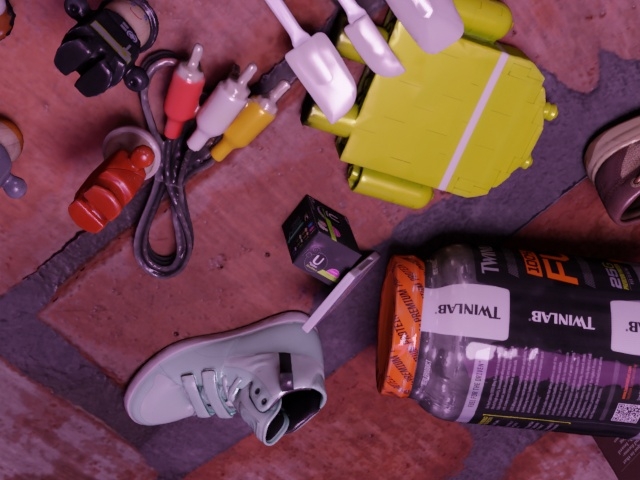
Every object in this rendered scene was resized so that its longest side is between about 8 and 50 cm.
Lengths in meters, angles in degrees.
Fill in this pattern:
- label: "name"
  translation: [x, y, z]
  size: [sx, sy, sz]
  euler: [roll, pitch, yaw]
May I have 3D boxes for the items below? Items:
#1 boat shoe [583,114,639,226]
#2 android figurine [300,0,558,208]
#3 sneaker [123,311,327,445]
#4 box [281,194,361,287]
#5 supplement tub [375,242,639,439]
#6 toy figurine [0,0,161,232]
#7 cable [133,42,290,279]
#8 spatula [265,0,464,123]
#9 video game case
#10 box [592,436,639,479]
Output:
- label: "boat shoe"
  translation: [0.466, -0.112, 1.028]
  size: [0.342, 0.123, 0.123]
  euler: [-22, 132, 16]
- label: "android figurine"
  translation: [0.124, -0.144, 1.009]
  size: [0.272, 0.056, 0.248]
  euler: [12, 117, -17]
- label: "sneaker"
  translation: [-0.114, 0.184, 1.107]
  size: [0.255, 0.151, 0.094]
  euler: [-23, 125, 4]
- label: "box"
  translation: [0.000, 0.000, 1.056]
  size: [0.062, 0.083, 0.052]
  euler: [29, 112, -27]
- label: "supplement tub"
  translation: [0.241, 0.114, 1.089]
  size: [0.337, 0.207, 0.207]
  euler: [6, 121, -3]
- label: "toy figurine"
  translation: [-0.255, -0.128, 0.874]
  size: [0.209, 0.148, 0.213]
  euler: [5, 122, 5]
- label: "cable"
  translation: [-0.152, -0.078, 0.981]
  size: [0.139, 0.072, 0.287]
  euler: [22, 115, -18]
- label: "spatula"
  translation: [0.013, -0.256, 0.906]
  size: [0.168, 0.019, 0.242]
  euler: [-32, 106, 11]
- label: "video game case"
  translation: [0.025, 0.058, 1.085]
  size: [0.011, 0.122, 0.087]
  euler: [42, 109, 6]
- label: "box"
  translation: [0.476, 0.244, 1.245]
  size: [0.168, 0.203, 0.167]
  euler: [26, 113, -26]
